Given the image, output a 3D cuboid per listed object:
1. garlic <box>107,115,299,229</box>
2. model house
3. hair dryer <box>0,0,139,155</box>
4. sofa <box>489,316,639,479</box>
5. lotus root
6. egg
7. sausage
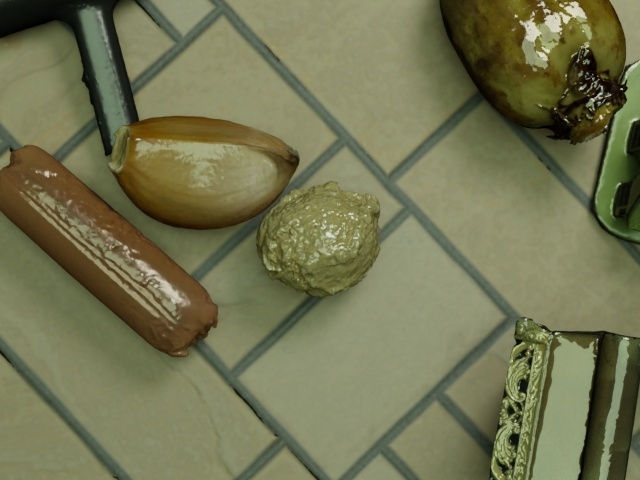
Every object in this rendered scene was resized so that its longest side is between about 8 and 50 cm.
[{"bbox_3d":[-0.114,-0.081,1.455,0.206,0.115,0.128,1,128,9],"label":"garlic"},{"bbox_3d":[0.425,-0.098,1.399,0.204,0.278,0.218,12,86,-3],"label":"model house"},{"bbox_3d":[-0.254,-0.212,1.480,0.197,0.089,0.251,-18,93,-4],"label":"hair dryer"},{"bbox_3d":[0.278,0.193,1.380,0.182,0.258,0.200,11,84,12],"label":"sofa"},{"bbox_3d":[0.225,-0.235,1.470,0.169,0.141,0.314,-29,78,-7],"label":"lotus root"},{"bbox_3d":[0.000,0.000,1.452,0.140,0.116,0.118,-10,107,-17],"label":"egg"},{"bbox_3d":[-0.233,0.012,1.456,0.289,0.086,0.086,41,85,0],"label":"sausage"}]
